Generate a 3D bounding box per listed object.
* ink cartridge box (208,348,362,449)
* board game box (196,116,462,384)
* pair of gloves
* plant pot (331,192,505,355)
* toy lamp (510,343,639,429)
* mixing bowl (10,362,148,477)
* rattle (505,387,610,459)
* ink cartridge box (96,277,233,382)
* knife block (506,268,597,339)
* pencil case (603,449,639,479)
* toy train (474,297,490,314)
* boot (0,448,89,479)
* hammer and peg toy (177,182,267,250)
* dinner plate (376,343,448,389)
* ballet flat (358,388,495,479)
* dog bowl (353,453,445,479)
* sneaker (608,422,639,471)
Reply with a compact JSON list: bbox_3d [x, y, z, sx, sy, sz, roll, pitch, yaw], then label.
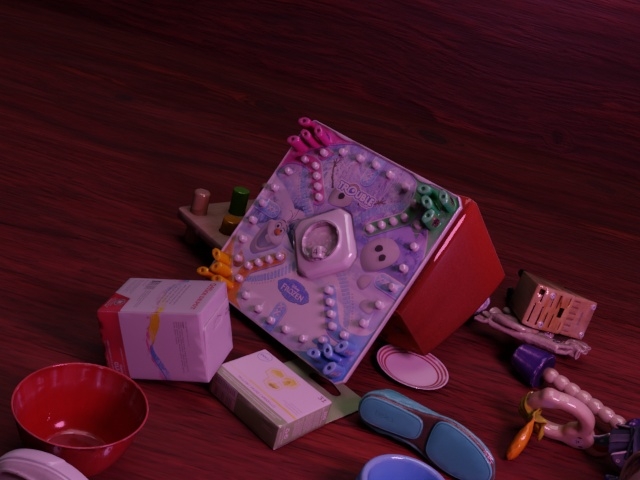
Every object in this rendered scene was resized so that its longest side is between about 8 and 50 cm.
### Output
[{"bbox_3d":[-0.045,0.247,1.426,0.235,0.056,0.171,-15,38,-44],"label":"ink cartridge box"},{"bbox_3d":[0.000,0.000,1.556,0.390,0.390,0.050,33,-2,35],"label":"board game box"},{"bbox_3d":[0.448,0.196,1.778,0.204,0.042,0.240,27,9,33],"label":"pair of gloves"},{"bbox_3d":[0.157,0.060,1.622,0.267,0.267,0.236,18,66,36],"label":"plant pot"},{"bbox_3d":[0.482,0.291,1.612,0.080,0.080,0.274,-10,36,-43],"label":"toy lamp"},{"bbox_3d":[-0.335,0.262,1.171,0.181,0.098,0.181,12,25,-6],"label":"mixing bowl"},{"bbox_3d":[0.430,0.354,1.465,0.199,0.130,0.143,40,34,-11],"label":"rattle"},{"bbox_3d":[-0.246,0.143,1.378,0.176,0.127,0.128,1,21,14],"label":"ink cartridge box"},{"bbox_3d":[0.457,0.120,1.845,0.275,0.088,0.242,15,9,-42],"label":"knife block"},{"bbox_3d":[0.645,0.437,1.292,0.410,0.183,0.160,14,33,-9],"label":"pencil case"},{"bbox_3d":[0.251,0.058,1.899,0.190,0.142,0.334,-3,29,-15],"label":"toy train"},{"bbox_3d":[-0.317,0.346,1.008,0.258,0.095,0.123,25,20,17],"label":"boot"},{"bbox_3d":[-0.096,-0.022,1.858,0.361,0.127,0.266,-8,34,-40],"label":"hammer and peg toy"},{"bbox_3d":[0.172,0.241,1.603,0.141,0.017,0.141,12,26,-6],"label":"dinner plate"},{"bbox_3d":[0.181,0.312,1.396,0.247,0.083,0.087,26,13,17],"label":"ballet flat"},{"bbox_3d":[0.120,0.409,1.163,0.166,0.074,0.297,11,25,-10],"label":"dog bowl"},{"bbox_3d":[0.547,0.316,1.381,0.163,0.226,0.086,4,44,32],"label":"sneaker"}]
